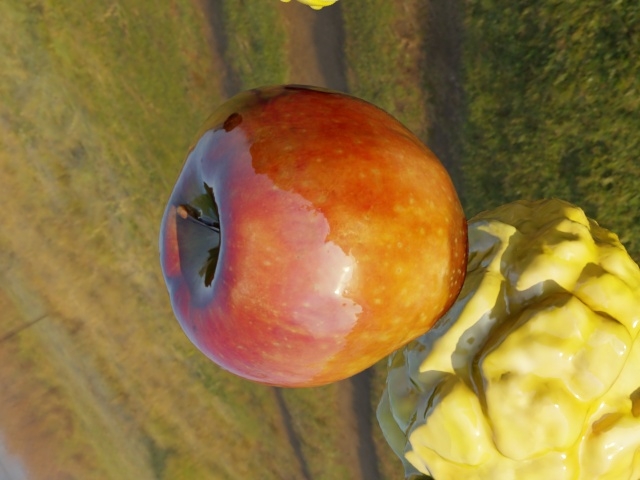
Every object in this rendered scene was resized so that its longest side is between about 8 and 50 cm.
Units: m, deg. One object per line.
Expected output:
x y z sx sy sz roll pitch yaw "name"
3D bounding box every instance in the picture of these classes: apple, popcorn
0.000 0.000 0.648 0.230 0.230 0.230 47 156 29 "apple"
0.234 0.131 0.870 0.381 0.349 0.349 26 156 -2 "popcorn"

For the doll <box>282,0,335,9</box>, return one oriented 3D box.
0.017 -0.292 0.830 0.162 0.106 0.062 -50 52 39 "doll"
